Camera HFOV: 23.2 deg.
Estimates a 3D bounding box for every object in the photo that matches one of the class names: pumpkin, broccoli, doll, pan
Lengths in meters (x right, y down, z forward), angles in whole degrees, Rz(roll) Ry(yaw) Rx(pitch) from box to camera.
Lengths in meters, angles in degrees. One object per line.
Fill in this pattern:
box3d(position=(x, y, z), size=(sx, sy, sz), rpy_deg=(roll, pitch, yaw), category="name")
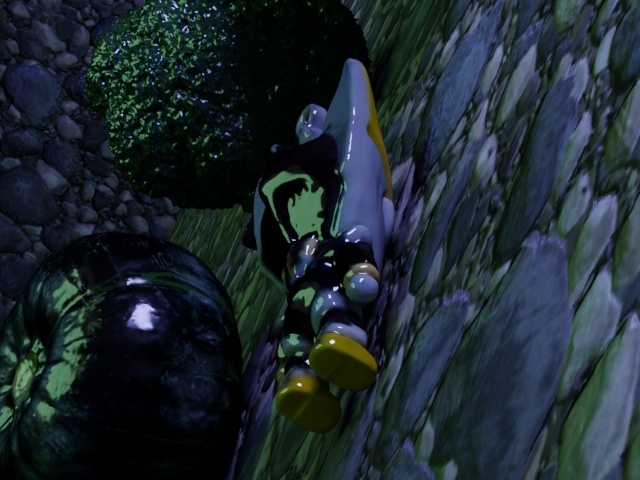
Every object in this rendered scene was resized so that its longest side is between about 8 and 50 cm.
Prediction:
box3d(position=(-0.187, 0.148, 1.494), size=(0.315, 0.238, 0.315), rpy_deg=(-43, 41, 52), category="pumpkin")
box3d(position=(-0.082, -0.144, 1.614), size=(0.297, 0.297, 0.297), rpy_deg=(60, -130, -69), category="broccoli")
box3d(position=(0.003, -0.003, 1.155), size=(0.316, 0.103, 0.145), rpy_deg=(-90, 6, -50), category="doll")
box3d(position=(-0.055, -0.036, 1.785), size=(0.212, 0.040, 0.115), rpy_deg=(-95, 30, -86), category="pan")
